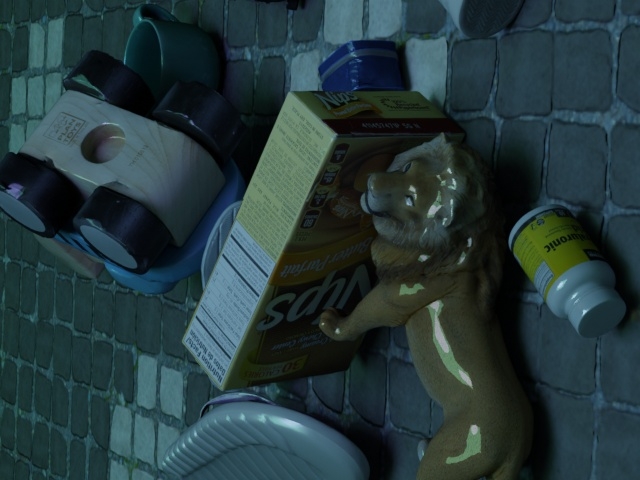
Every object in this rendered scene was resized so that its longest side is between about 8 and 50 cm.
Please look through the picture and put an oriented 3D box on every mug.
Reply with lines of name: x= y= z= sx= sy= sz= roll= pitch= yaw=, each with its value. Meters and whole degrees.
mug: x=-0.188 y=-0.233 z=1.984 sx=0.129 sy=0.097 sz=0.157 roll=3 pitch=91 yaw=60

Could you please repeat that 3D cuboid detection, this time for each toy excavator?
toy excavator: x=-0.263 y=-0.032 z=1.988 sx=0.433 sy=0.445 sz=0.222 roll=22 pitch=67 yaw=28

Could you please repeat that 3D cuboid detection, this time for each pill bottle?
pill bottle: x=0.217 y=0.028 z=1.325 sx=0.116 sy=0.065 sz=0.065 roll=61 pitch=138 yaw=39

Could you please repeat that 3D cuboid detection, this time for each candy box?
candy box: x=0.000 y=0.000 z=1.548 sx=0.087 sy=0.183 sz=0.316 roll=46 pitch=125 yaw=35

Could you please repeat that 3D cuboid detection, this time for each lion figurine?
lion figurine: x=0.126 y=0.111 z=1.440 sx=0.240 sy=0.142 sz=0.392 roll=-33 pitch=75 yaw=46

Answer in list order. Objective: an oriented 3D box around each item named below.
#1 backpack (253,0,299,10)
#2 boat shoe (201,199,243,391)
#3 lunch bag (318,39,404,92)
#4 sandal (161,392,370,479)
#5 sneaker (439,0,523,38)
backpack: x=-0.095 y=-0.353 z=1.813 sx=0.182 sy=0.115 sz=0.152 roll=18 pitch=107 yaw=62
boat shoe: x=-0.101 y=0.060 z=1.769 sx=0.076 sy=0.083 sz=0.226 roll=-93 pitch=13 yaw=-79
lunch bag: x=0.041 y=-0.175 z=1.624 sx=0.098 sy=0.067 sz=0.065 roll=-31 pitch=63 yaw=57
sandal: x=-0.071 y=0.231 z=1.762 sx=0.416 sy=0.169 sz=0.102 roll=-22 pitch=30 yaw=58
sneaker: x=0.151 y=-0.355 z=1.404 sx=0.169 sy=0.108 sz=0.292 roll=56 pitch=136 yaw=40
